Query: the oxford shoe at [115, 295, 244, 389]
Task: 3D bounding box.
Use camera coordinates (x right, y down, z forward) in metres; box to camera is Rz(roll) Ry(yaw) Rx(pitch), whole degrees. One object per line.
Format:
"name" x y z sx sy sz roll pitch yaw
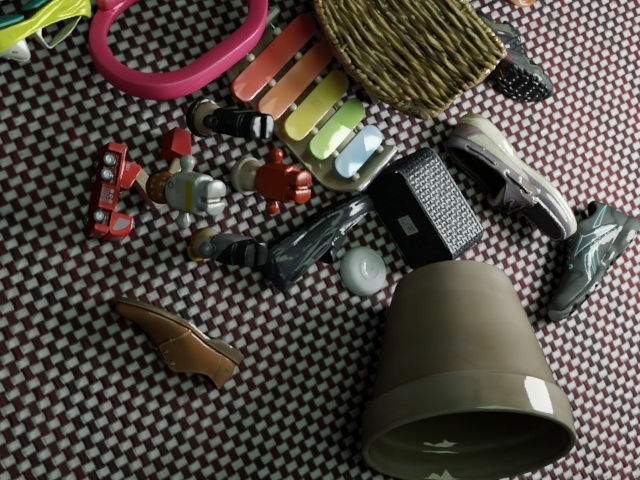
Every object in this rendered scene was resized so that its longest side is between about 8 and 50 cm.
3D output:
"oxford shoe" -0.214 0.148 1.726 0.212 0.076 0.076 33 77 -18

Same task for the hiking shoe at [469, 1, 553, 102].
"hiking shoe" 0.344 -0.339 2.145 0.227 0.086 0.114 33 56 -30

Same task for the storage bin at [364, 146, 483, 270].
"storage bin" 0.167 -0.048 1.957 0.084 0.122 0.180 -35 97 -31

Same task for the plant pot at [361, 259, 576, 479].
"plant pot" 0.214 0.195 1.852 0.323 0.323 0.280 13 56 -27

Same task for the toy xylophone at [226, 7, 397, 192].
"toy xylophone" -0.007 -0.237 1.924 0.322 0.081 0.236 41 62 -17

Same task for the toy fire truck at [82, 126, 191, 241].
"toy fire truck" -0.268 -0.084 1.759 0.135 0.047 0.192 15 73 -28

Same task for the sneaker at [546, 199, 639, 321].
"sneaker" 0.469 0.036 2.146 0.106 0.101 0.267 39 61 8

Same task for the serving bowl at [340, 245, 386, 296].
"serving bowl" 0.074 0.048 1.938 0.083 0.027 0.083 7 75 -28

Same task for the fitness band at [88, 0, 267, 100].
"fitness band" -0.214 -0.329 1.795 0.209 0.054 0.291 44 66 11

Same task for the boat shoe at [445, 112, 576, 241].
"boat shoe" 0.325 -0.094 2.077 0.285 0.103 0.092 47 66 -9

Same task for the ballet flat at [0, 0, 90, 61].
"ballet flat" -0.421 -0.302 1.709 0.231 0.077 0.077 -38 121 -32

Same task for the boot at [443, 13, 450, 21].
"boot" 0.142 -0.462 2.060 0.244 0.088 0.176 0 78 -26

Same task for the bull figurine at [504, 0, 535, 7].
"bull figurine" 0.279 -0.549 2.147 0.310 0.101 0.188 36 62 -18

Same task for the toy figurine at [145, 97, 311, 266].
"toy figurine" -0.141 -0.082 1.750 0.209 0.148 0.213 -59 138 -21

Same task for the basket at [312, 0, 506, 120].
"basket" 0.123 -0.343 1.924 0.213 0.223 0.299 -41 98 7

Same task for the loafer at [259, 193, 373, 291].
"loafer" 0.000 0.000 1.882 0.223 0.076 0.078 -35 102 -26
